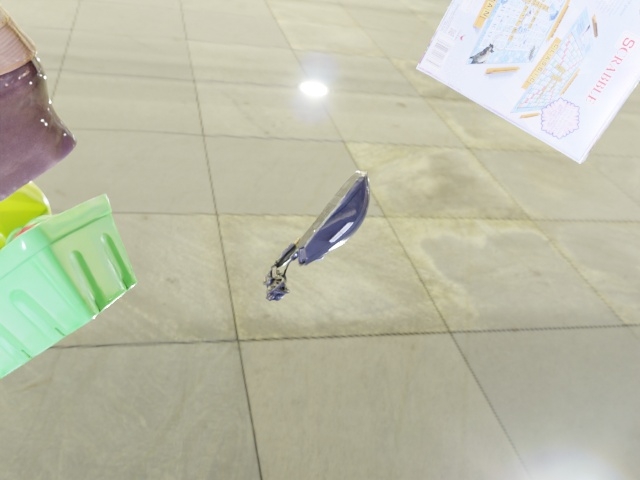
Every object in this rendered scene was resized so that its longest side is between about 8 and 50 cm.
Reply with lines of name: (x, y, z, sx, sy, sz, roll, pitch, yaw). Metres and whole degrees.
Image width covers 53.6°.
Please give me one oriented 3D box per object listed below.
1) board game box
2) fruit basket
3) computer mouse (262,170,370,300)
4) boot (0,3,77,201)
board game box: (0.365, -0.339, 0.998, 0.318, 0.319, 0.066, 37, 25, 18)
fruit basket: (-0.545, 0.015, 1.079, 0.391, 0.392, 0.283, 15, 20, 6)
computer mouse: (0.000, 0.000, 1.067, 0.060, 0.262, 0.184, 39, -5, -9)
boot: (-0.358, -0.095, 0.593, 0.090, 0.207, 0.248, 32, 62, 25)
